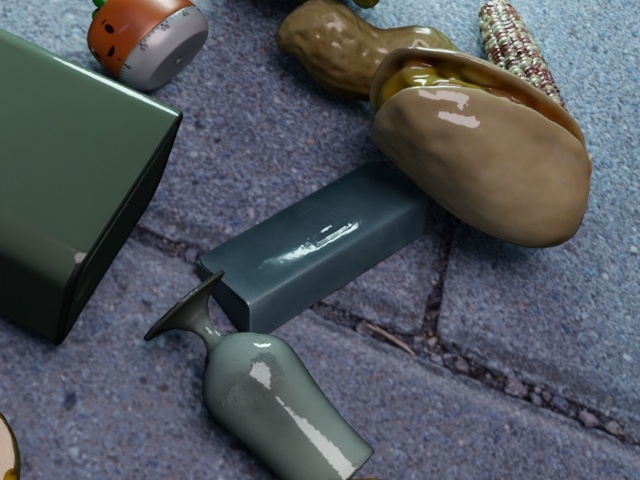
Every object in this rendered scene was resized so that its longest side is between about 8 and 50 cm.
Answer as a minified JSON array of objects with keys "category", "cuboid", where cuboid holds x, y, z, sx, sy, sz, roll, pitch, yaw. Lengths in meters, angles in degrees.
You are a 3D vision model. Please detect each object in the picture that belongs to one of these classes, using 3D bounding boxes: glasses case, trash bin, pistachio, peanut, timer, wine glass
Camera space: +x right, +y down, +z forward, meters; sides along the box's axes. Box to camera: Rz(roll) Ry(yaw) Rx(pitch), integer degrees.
[{"category":"glasses case","cuboid":[0.000,0.000,1.174,0.266,0.056,0.105,-31,79,-33]},{"category":"trash bin","cuboid":[-0.338,-0.085,1.022,0.343,0.158,0.223,26,55,-1]},{"category":"pistachio","cuboid":[0.181,-0.099,1.215,0.299,0.187,0.187,30,54,-22]},{"category":"peanut","cuboid":[0.073,-0.212,1.290,0.263,0.117,0.101,16,23,-12]},{"category":"timer","cuboid":[-0.199,-0.237,1.193,0.136,0.099,0.136,19,50,-24]},{"category":"wine glass","cuboid":[-0.056,0.146,1.043,0.231,0.103,0.103,47,56,2]}]

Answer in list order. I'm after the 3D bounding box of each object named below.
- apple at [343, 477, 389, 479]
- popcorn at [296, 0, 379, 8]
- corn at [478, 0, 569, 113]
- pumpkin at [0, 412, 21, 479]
[{"category":"apple","cuboid":[0.057,0.340,0.903,0.286,0.233,0.286,11,60,-19]},{"category":"popcorn","cuboid":[0.014,-0.401,1.287,0.282,0.247,0.282,7,63,-14]},{"category":"corn","cuboid":[0.260,-0.208,1.391,0.079,0.079,0.237,-2,61,-24]},{"category":"pumpkin","cuboid":[-0.399,0.157,0.869,0.317,0.139,0.222,16,60,-13]}]
